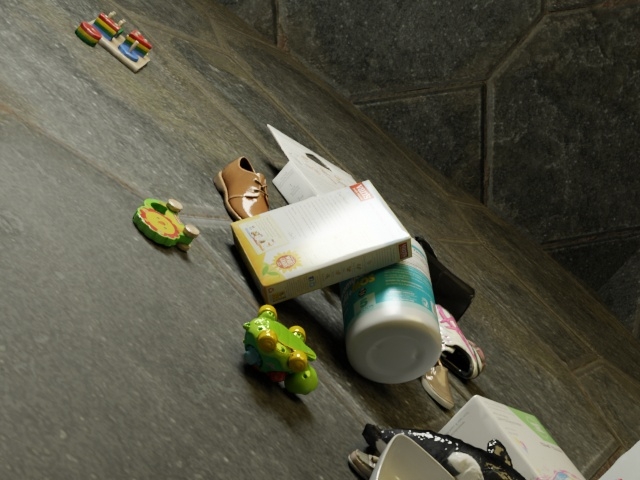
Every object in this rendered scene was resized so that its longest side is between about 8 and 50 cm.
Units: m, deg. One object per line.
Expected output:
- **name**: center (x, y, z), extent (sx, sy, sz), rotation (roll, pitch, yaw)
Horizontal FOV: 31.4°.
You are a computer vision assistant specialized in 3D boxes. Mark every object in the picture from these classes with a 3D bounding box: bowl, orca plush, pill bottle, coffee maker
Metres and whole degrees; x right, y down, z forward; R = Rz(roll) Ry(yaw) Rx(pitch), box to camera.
- **bowl**: center (0.113, 0.319, 1.369), extent (0.142, 0.053, 0.142), rotation (42, 29, -3)
- **orca plush**: center (0.197, 0.303, 1.482), extent (0.287, 0.151, 0.102), rotation (20, 43, 29)
- **pill bottle**: center (0.104, 0.085, 1.788), extent (0.146, 0.146, 0.264), rotation (34, 31, -29)
- **coffee maker**: center (0.204, 0.091, 2.221), extent (0.178, 0.120, 0.171), rotation (38, 16, -19)

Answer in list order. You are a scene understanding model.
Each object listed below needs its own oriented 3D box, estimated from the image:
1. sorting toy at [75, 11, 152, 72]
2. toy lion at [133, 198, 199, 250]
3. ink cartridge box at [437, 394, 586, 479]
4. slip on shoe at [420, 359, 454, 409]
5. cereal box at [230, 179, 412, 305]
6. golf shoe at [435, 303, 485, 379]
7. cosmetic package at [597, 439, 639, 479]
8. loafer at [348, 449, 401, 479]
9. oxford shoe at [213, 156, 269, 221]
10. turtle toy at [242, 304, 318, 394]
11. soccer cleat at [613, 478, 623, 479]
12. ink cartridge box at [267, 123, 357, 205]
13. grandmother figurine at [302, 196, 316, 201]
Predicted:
- **sorting toy**: center (-0.392, -0.401, 2.256), extent (0.132, 0.046, 0.274), rotation (40, 14, -9)
- **toy lion**: center (-0.226, -0.026, 1.607), extent (0.096, 0.034, 0.100), rotation (17, 27, -43)
- **ink cartridge box**: center (0.327, 0.398, 1.611), extent (0.207, 0.119, 0.353), rotation (25, 22, -51)
- **slip on shoe**: center (0.198, 0.231, 1.929), extent (0.051, 0.041, 0.135), rotation (34, 16, -29)
- **cereal box**: center (0.000, 0.000, 1.753), extent (0.173, 0.240, 0.047), rotation (-121, -162, -49)
- **golf shoe**: center (0.231, 0.181, 2.118), extent (0.186, 0.067, 0.086), rotation (44, 16, 10)
- **cosmetic package**: center (0.640, 0.488, 2.111), extent (0.151, 0.151, 0.184), rotation (33, 18, -33)
- **loafer**: center (0.092, 0.299, 1.444), extent (0.125, 0.039, 0.045), rotation (39, 15, -12)
- **oxford shoe**: center (-0.118, -0.073, 1.940), extent (0.076, 0.076, 0.212), rotation (31, 19, -44)
- **turtle toy**: center (-0.051, 0.148, 1.463), extent (0.130, 0.066, 0.095), rotation (38, 16, -16)
- **soccer cleat**: center (0.545, 0.512, 1.898), extent (0.248, 0.095, 0.083), rotation (48, 15, 27)
- **ink cartridge box**: center (0.016, -0.091, 2.368), extent (0.296, 0.066, 0.261), rotation (28, 19, -45)
- **grandmother figurine**: center (0.066, 0.054, 2.005), extent (0.342, 0.104, 0.208), rotation (53, 9, 30)
